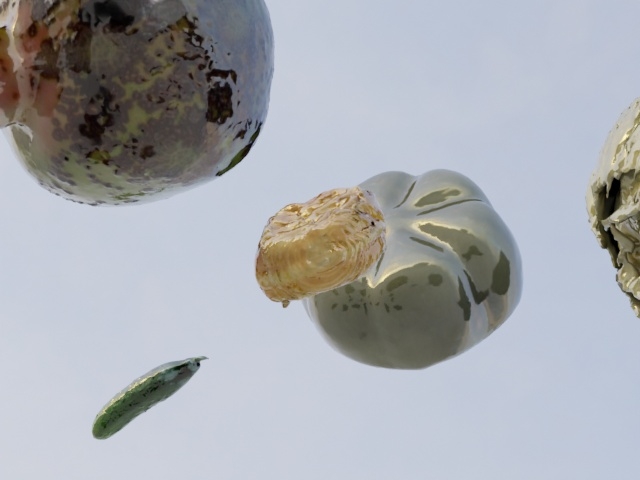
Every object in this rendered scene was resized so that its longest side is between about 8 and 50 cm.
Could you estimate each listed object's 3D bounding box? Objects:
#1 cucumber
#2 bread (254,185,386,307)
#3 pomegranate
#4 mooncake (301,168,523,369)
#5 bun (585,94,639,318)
[{"bbox_3d":[-0.188,0.162,1.562,0.155,0.037,0.037,-35,-77,9],"label":"cucumber"},{"bbox_3d":[0.000,0.000,0.886,0.083,0.110,0.044,-23,-77,9],"label":"bread"},{"bbox_3d":[-0.216,-0.156,1.273,0.285,0.341,0.285,15,-70,51],"label":"pomegranate"},{"bbox_3d":[0.098,0.024,1.696,0.275,0.275,0.135,-1,-50,25],"label":"mooncake"},{"bbox_3d":[0.307,-0.008,1.190,0.152,0.259,0.259,-26,-66,-12],"label":"bun"}]
